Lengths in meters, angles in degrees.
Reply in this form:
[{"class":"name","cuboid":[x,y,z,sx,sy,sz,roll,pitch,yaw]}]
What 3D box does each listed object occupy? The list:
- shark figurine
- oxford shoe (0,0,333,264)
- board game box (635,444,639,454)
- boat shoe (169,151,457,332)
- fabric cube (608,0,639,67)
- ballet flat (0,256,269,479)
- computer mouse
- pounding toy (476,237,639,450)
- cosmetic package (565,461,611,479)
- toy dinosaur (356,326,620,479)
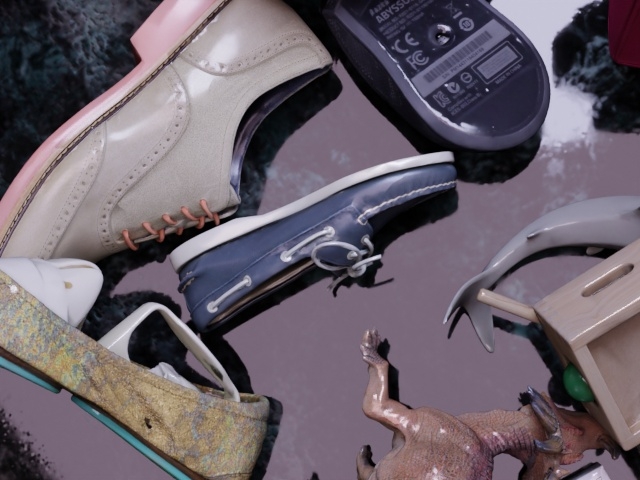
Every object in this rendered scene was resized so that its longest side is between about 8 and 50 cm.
[{"class":"shark figurine","cuboid":[0.235,0.000,1.131,0.278,0.116,0.166,-2,81,4]},{"class":"oxford shoe","cuboid":[-0.149,-0.046,1.169,0.146,0.140,0.397,38,90,3]},{"class":"board game box","cuboid":[0.374,0.234,1.066,0.144,0.142,0.275,-32,80,2]},{"class":"boat shoe","cuboid":[0.000,0.000,1.165,0.254,0.095,0.079,-22,79,5]},{"class":"fabric cube","cuboid":[0.366,-0.272,1.077,0.259,0.258,0.254,6,84,7]},{"class":"ballet flat","cuboid":[-0.178,0.082,1.105,0.348,0.123,0.123,37,87,-26]},{"class":"computer mouse","cuboid":[0.085,-0.178,1.189,0.188,0.072,0.272,-32,75,-16]},{"class":"pounding toy","cuboid":[0.218,0.070,1.071,0.141,0.100,0.130,-31,114,-2]},{"class":"cosmetic package","cuboid":[0.239,0.303,1.115,0.098,0.060,0.239,-30,80,1]},{"class":"toy dinosaur","cuboid":[0.088,0.196,1.074,0.200,0.127,0.296,17,56,31]}]
